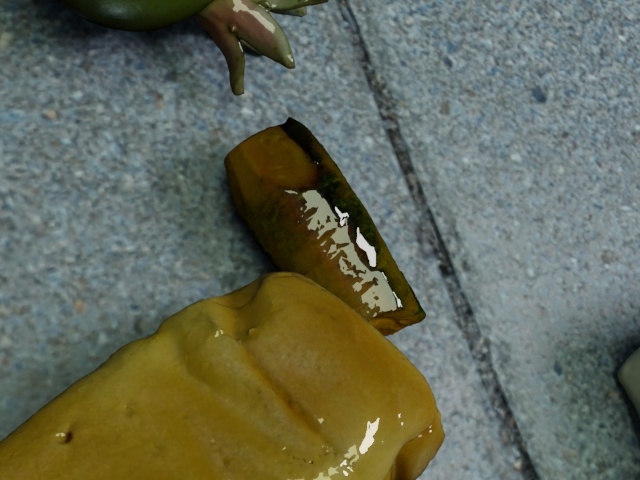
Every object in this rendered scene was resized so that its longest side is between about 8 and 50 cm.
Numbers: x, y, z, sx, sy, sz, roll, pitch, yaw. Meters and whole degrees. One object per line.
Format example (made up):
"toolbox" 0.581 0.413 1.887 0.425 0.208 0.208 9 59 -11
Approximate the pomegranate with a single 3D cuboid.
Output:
"pomegranate" -0.100 -0.204 0.553 0.224 0.181 0.181 46 62 -28

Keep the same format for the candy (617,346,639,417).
"candy" 0.440 0.126 0.645 0.358 0.145 0.208 -9 59 -24

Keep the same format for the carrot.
"carrot" 0.000 0.000 0.569 0.082 0.082 0.173 -31 86 -26

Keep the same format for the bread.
"bread" -0.075 0.147 0.452 0.294 0.132 0.167 -36 64 -24
